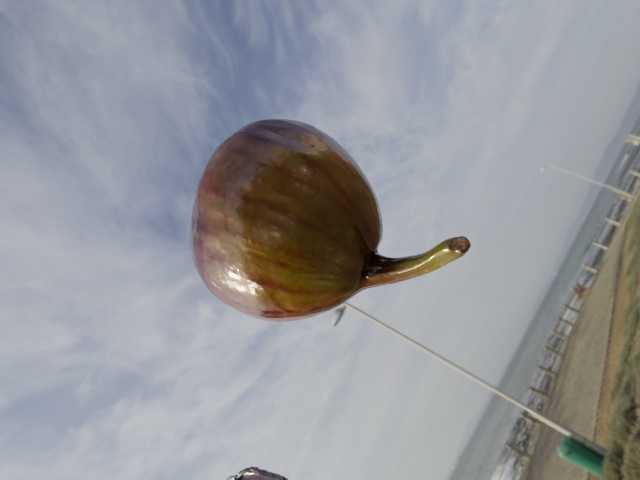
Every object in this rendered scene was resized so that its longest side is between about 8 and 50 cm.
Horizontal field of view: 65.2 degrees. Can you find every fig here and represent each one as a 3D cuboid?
[{"bbox_3d":[-0.005,0.001,0.435,0.175,0.207,0.175,-62,-1,-2],"label":"fig"}]

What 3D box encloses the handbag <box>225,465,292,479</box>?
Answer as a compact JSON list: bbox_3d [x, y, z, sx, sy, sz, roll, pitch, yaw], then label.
[{"bbox_3d":[-0.074,0.417,0.692,0.116,0.179,0.205,-61,2,-42],"label":"handbag"}]
